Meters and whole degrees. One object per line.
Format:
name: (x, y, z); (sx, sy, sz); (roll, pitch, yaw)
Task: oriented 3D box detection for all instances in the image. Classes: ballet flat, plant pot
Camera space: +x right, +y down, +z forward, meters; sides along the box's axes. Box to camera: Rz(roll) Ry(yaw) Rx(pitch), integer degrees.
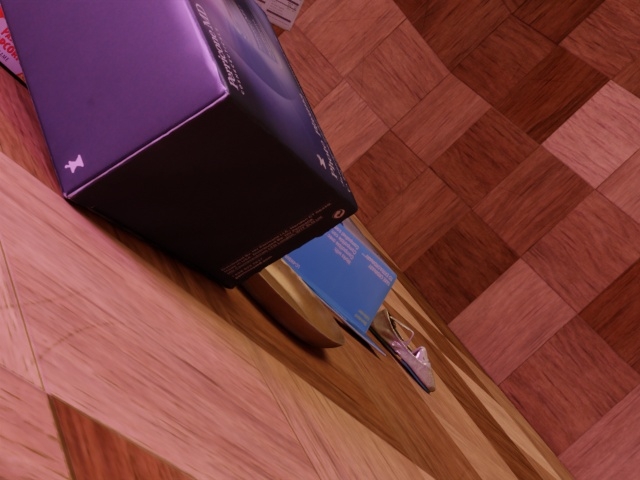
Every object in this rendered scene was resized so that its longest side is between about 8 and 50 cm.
ballet flat: (0.152, 0.188, 1.835); (0.168, 0.052, 0.057); (47, 5, 5)
plant pot: (-0.061, 0.050, 1.298); (0.236, 0.032, 0.236); (46, 4, -5)

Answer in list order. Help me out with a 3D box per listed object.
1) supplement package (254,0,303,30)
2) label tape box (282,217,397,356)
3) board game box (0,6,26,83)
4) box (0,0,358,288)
supplement package: (-0.162, -0.478, 1.746); (0.204, 0.145, 0.262); (33, 11, 31)
label tape box: (0.000, 0.000, 1.719); (0.249, 0.115, 0.347); (42, 5, -40)
board game box: (-0.305, -0.201, 1.152); (0.193, 0.045, 0.147); (43, 6, -33)
box: (-0.137, -0.148, 1.051); (0.294, 0.183, 0.296); (35, 27, -60)
